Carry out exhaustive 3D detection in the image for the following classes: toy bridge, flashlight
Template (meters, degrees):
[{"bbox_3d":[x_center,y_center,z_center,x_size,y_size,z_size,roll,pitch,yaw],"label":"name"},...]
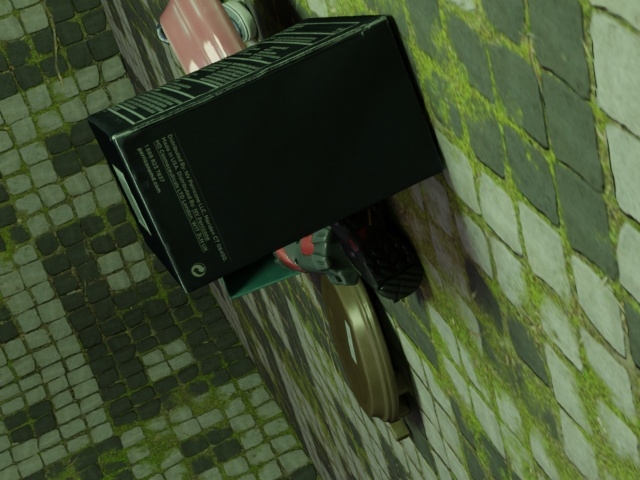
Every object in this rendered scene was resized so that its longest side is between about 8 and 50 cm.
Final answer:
[{"bbox_3d":[0.117,0.249,1.954,0.188,0.026,0.063,83,161,-56],"label":"toy bridge"},{"bbox_3d":[0.000,0.000,1.807,0.103,0.103,0.304,40,170,-10],"label":"flashlight"}]

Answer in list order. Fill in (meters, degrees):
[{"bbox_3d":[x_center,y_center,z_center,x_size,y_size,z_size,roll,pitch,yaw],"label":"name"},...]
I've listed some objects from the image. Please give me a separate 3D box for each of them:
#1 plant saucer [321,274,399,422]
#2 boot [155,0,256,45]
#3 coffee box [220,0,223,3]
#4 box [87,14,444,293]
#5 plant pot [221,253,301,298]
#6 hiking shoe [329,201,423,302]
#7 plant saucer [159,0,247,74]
[{"bbox_3d":[0.056,0.153,1.918,0.278,0.041,0.278,163,90,-81],"label":"plant saucer"},{"bbox_3d":[-0.173,-0.317,1.871,0.190,0.086,0.069,19,137,57],"label":"boot"},{"bbox_3d":[-0.193,-0.401,1.999,0.113,0.040,0.184,50,161,52],"label":"coffee box"},{"bbox_3d":[-0.069,-0.104,1.327,0.183,0.294,0.296,66,170,-15],"label":"box"},{"bbox_3d":[-0.123,-0.044,2.153,0.234,0.165,0.166,-117,7,-63],"label":"plant pot"},{"bbox_3d":[0.041,-0.021,1.545,0.227,0.086,0.114,64,166,7],"label":"hiking shoe"},{"bbox_3d":[-0.115,-0.201,1.633,0.332,0.084,0.332,61,-178,-3],"label":"plant saucer"}]
